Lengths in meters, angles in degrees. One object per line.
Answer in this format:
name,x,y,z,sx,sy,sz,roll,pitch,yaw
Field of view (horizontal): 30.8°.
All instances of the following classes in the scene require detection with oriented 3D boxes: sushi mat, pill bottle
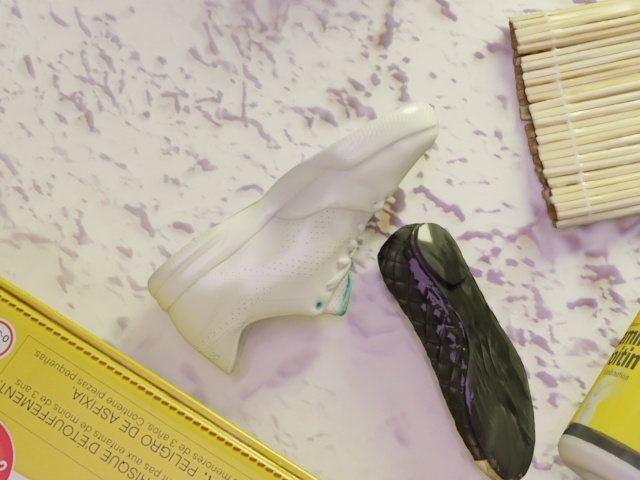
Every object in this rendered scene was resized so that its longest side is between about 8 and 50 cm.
sushi mat,0.288,-0.109,0.762,0.316,0.019,0.151,-12,77,1
pill bottle,0.227,0.075,0.679,0.103,0.103,0.184,33,81,11

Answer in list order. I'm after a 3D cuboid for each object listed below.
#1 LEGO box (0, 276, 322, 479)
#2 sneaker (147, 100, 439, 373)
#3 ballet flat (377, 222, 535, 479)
LEGO box,-0.201,0.229,0.610,0.500,0.193,0.372,31,74,11
sneaker,0.000,0.000,0.737,0.212,0.080,0.094,-37,88,2
ballet flat,0.087,0.070,0.729,0.057,0.049,0.173,-14,77,-35
